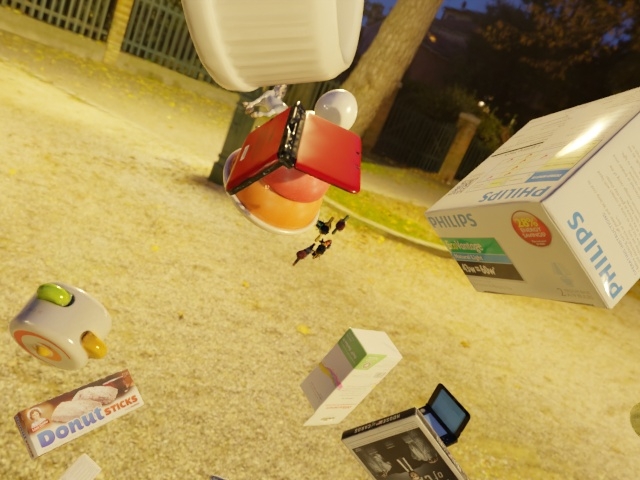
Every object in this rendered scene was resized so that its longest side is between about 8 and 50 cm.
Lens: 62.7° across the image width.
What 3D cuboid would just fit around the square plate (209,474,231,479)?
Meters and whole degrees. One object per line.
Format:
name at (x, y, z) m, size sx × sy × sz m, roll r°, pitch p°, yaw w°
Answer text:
square plate at (-0.003, 0.523, 0.776) m, size 0.346 × 0.344 × 0.049 m, roll 10°, pitch 33°, yaw 23°

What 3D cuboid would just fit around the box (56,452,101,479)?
box at (-0.648, 0.644, 1.214) m, size 0.067 × 0.063 × 0.324 m, roll 47°, pitch 31°, yaw -7°

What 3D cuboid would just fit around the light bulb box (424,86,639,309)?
light bulb box at (0.462, -0.081, 1.003) m, size 0.225 × 0.361 × 0.358 m, roll 53°, pitch -15°, yaw -11°

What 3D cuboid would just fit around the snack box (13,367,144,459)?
snack box at (-0.339, 0.243, 0.754) m, size 0.064 × 0.022 × 0.178 m, roll 61°, pitch 27°, yaw 9°

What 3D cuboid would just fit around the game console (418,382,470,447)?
game console at (0.267, 0.408, 1.214) m, size 0.107 × 0.071 × 0.122 m, roll -17°, pitch 31°, yaw -18°

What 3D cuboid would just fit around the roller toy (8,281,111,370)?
roller toy at (-0.602, 0.207, 1.219) m, size 0.209 × 0.191 × 0.146 m, roll 45°, pitch 45°, yaw -23°

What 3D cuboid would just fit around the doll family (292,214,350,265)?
doll family at (0.000, 0.000, 1.390) m, size 0.076 × 0.193 × 0.111 m, roll 32°, pitch 6°, yaw 0°

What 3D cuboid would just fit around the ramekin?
ramekin at (-0.029, -0.280, 0.509) m, size 0.127 × 0.273 × 0.273 m, roll 6°, pitch 12°, yaw 10°

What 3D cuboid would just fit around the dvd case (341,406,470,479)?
dvd case at (0.180, 0.456, 1.074) m, size 0.239 × 0.179 × 0.030 m, roll 54°, pitch 26°, yaw -14°

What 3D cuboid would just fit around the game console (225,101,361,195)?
game console at (-0.027, -0.090, 0.604) m, size 0.085 × 0.124 × 0.144 m, roll 51°, pitch 25°, yaw -26°

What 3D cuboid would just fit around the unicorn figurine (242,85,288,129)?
unicorn figurine at (-0.105, -0.292, 1.106) m, size 0.162 × 0.111 × 0.060 m, roll 62°, pitch -10°, yaw 19°

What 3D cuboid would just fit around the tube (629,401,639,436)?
tube at (0.476, 0.208, 0.658) m, size 0.062 × 0.070 × 0.240 m, roll 7°, pitch -30°, yaw 5°

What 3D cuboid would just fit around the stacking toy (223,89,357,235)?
stacking toy at (-0.048, -0.272, 1.576) m, size 0.350 × 0.480 × 0.351 m, roll 22°, pitch 45°, yaw -24°

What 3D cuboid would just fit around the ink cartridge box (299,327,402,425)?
ink cartridge box at (0.079, 0.457, 1.743) m, size 0.207 × 0.354 × 0.119 m, roll 18°, pitch 28°, yaw -47°
